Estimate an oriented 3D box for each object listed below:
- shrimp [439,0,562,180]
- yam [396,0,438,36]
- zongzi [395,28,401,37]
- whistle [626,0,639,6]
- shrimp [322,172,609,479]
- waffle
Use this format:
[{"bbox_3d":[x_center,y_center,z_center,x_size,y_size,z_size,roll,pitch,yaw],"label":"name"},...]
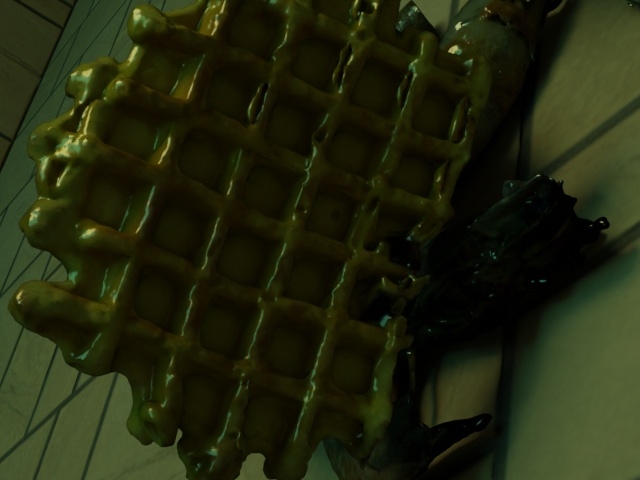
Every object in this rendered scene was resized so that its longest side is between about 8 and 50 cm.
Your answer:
[{"bbox_3d":[0.072,-0.075,1.026,0.287,0.068,0.185,-45,19,58],"label":"shrimp"},{"bbox_3d":[0.066,-0.167,1.171,0.094,0.043,0.043,-45,24,29],"label":"yam"},{"bbox_3d":[0.000,0.000,0.954,0.260,0.123,0.289,-49,-26,-9],"label":"zongzi"},{"bbox_3d":[0.278,-0.285,0.819,0.326,0.057,0.068,-56,27,10],"label":"whistle"},{"bbox_3d":[0.062,0.068,0.811,0.289,0.075,0.178,-31,38,53],"label":"shrimp"},{"bbox_3d":[-0.024,-0.011,0.745,0.309,0.283,0.065,-26,0,-18],"label":"waffle"}]
